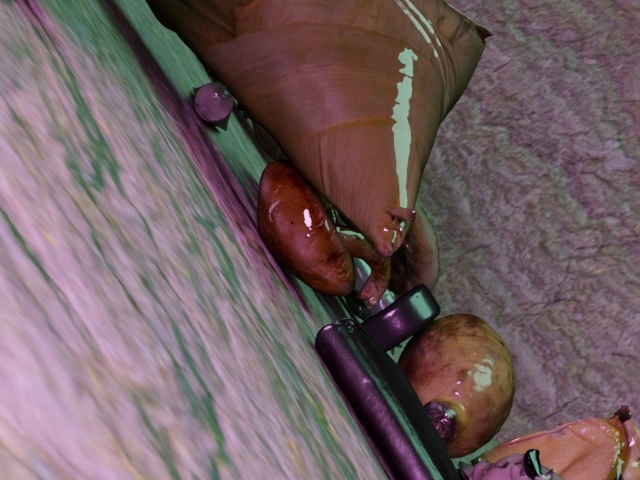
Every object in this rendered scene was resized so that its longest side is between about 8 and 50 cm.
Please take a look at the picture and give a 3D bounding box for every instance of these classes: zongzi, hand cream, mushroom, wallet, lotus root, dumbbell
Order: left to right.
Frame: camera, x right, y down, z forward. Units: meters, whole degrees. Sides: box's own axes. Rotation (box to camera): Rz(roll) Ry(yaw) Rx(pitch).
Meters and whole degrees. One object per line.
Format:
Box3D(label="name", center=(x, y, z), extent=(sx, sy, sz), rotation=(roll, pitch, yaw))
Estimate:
Box3D(label="hand cream", center=(-0.117, -0.143, 1.310), extent=(0.061, 0.039, 0.143), rotation=(49, -4, -6))
Box3D(label="zongzi", center=(-0.074, -0.196, 1.091), extent=(0.447, 0.181, 0.418), rotation=(30, 31, -6))
Box3D(label="mushroom", center=(-0.001, 0.001, 1.143), extent=(0.170, 0.080, 0.135), rotation=(46, 16, -20))
Box3D(label="dumbbell", center=(0.032, 0.021, 1.268), extent=(0.191, 0.100, 0.100), rotation=(57, 4, 3))
Box3D(label="wallet", center=(0.105, 0.215, 1.005), extent=(0.318, 0.045, 0.172), rotation=(60, 7, 28))
Box3D(label="lotus root", center=(0.136, 0.157, 1.266), extent=(0.138, 0.138, 0.214), rotation=(56, 19, -10))

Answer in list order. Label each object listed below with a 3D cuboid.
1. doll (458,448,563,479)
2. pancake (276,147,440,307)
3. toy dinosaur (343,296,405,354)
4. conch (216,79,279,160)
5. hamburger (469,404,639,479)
Box3D(label="doll", center=(0.223, 0.288, 1.264), extent=(0.192, 0.095, 0.149), rotation=(49, -25, -14))
Box3D(label="pancake", center=(0.036, -0.027, 1.356), extent=(0.253, 0.037, 0.253), rotation=(37, -34, 31))
Box3D(label="toy dinosaur", center=(0.054, 0.076, 1.510), extent=(0.209, 0.039, 0.082), rotation=(54, 5, -32))
Box3D(label="conch", center=(0.022, -0.234, 1.764), extent=(0.210, 0.352, 0.297), rotation=(79, 2, -77))
Box3D(label="hamburger", center=(0.290, 0.294, 1.413), extent=(0.135, 0.208, 0.155), rotation=(77, -14, -45))
